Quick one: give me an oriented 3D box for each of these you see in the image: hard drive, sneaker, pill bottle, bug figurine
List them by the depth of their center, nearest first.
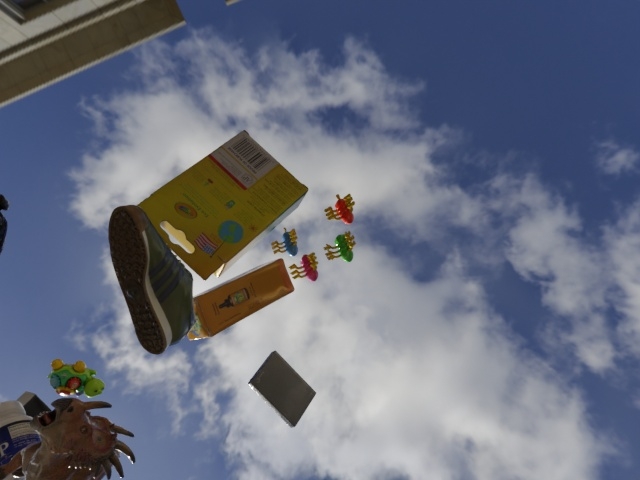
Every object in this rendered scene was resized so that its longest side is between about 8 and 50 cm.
[{"bbox_3d":[-0.211,0.044,0.670,0.064,0.086,0.192,-8,-82,29],"label":"sneaker"},{"bbox_3d":[-0.080,0.314,1.086,0.135,0.022,0.094,48,-132,-9],"label":"hard drive"},{"bbox_3d":[-0.653,0.441,1.090,0.112,0.112,0.186,-44,-121,-1],"label":"pill bottle"},{"bbox_3d":[0.000,0.000,1.423,0.279,0.072,0.216,-30,-129,19],"label":"bug figurine"}]

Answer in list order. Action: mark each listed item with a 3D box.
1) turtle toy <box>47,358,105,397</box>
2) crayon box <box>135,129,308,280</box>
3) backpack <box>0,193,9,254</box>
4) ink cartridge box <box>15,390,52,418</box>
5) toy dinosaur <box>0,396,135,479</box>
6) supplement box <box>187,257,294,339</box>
[{"bbox_3d":[-0.551,0.318,1.155,0.130,0.095,0.066,6,-128,-3],"label":"turtle toy"},{"bbox_3d":[-0.202,-0.069,1.054,0.202,0.081,0.318,43,-125,4],"label":"crayon box"},{"bbox_3d":[-0.707,0.008,0.860,0.213,0.263,0.276,35,-70,29],"label":"backpack"},{"bbox_3d":[-0.868,0.593,1.387,0.065,0.332,0.165,1,-51,35],"label":"ink cartridge box"},{"bbox_3d":[-0.352,0.316,0.751,0.200,0.295,0.127,-36,-98,-12],"label":"toy dinosaur"},{"bbox_3d":[-0.158,0.109,0.988,0.080,0.233,0.077,-17,-85,39],"label":"supplement box"}]
